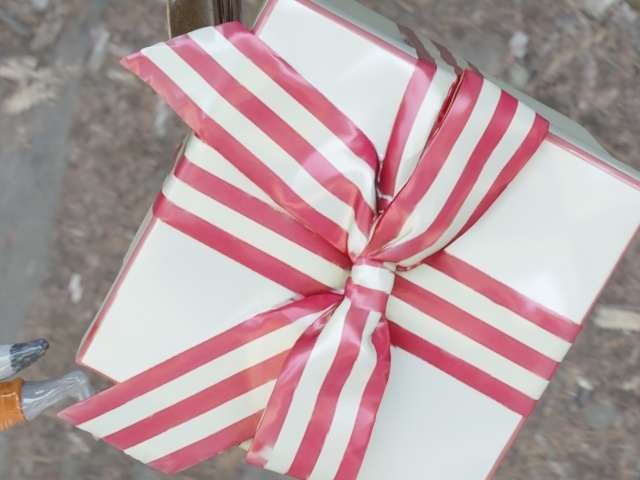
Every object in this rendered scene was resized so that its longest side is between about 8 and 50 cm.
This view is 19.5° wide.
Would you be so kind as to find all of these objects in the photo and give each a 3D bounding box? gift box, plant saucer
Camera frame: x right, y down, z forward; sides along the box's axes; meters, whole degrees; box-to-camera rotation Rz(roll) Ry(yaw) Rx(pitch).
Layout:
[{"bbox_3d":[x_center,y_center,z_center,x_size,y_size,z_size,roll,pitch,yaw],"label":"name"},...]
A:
[{"bbox_3d":[0.000,0.000,1.027,0.276,0.258,0.255,23,101,-7],"label":"gift box"},{"bbox_3d":[-0.073,-0.154,1.202,0.029,0.168,0.168,-2,74,6],"label":"plant saucer"}]

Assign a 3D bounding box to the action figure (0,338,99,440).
[{"bbox_3d":[-0.354,0.111,1.604,0.330,0.341,0.178,11,123,20],"label":"action figure"}]
